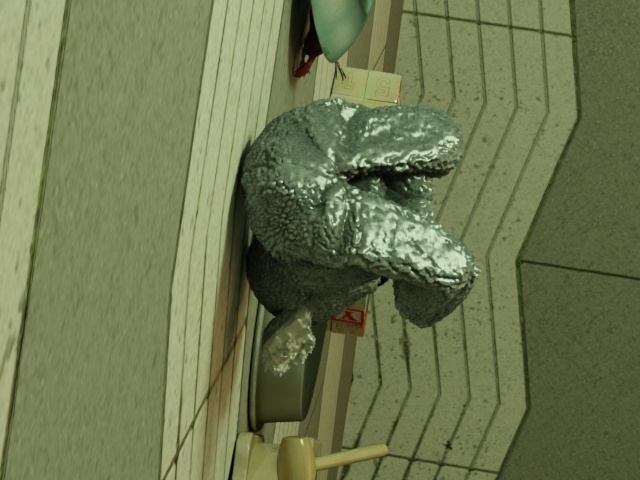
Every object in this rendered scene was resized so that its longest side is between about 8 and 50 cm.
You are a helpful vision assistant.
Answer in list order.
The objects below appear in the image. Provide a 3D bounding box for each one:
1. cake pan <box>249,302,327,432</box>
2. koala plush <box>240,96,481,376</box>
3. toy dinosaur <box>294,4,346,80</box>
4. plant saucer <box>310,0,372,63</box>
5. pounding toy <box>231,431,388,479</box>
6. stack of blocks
[{"bbox_3d":[-0.024,0.065,1.830,0.293,0.054,0.293,8,90,-85],"label":"cake pan"},{"bbox_3d":[0.000,0.000,1.485,0.221,0.203,0.196,128,-34,-53],"label":"koala plush"},{"bbox_3d":[-0.012,-0.195,1.707,0.090,0.047,0.082,65,19,-5],"label":"toy dinosaur"},{"bbox_3d":[0.025,-0.271,1.654,0.195,0.037,0.195,-1,90,-78],"label":"plant saucer"},{"bbox_3d":[-0.014,0.275,1.708,0.269,0.154,0.154,65,30,-82],"label":"pounding toy"},{"bbox_3d":[0.038,-0.049,2.160,0.171,0.087,0.297,90,10,-64],"label":"stack of blocks"}]
